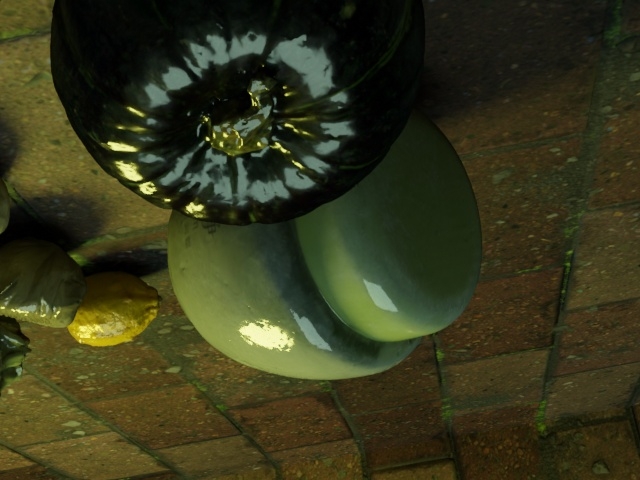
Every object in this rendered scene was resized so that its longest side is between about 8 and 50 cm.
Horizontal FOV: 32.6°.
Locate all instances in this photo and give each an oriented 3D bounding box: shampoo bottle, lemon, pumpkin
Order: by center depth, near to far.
[{"bbox_3d":[-0.071,-0.164,0.950,0.323,0.241,0.323,-2,142,-2],"label":"pumpkin"},{"bbox_3d":[0.000,0.000,1.255,0.317,0.323,0.322,-17,157,40],"label":"shampoo bottle"},{"bbox_3d":[-0.314,0.101,1.641,0.155,0.114,0.114,-13,157,-2],"label":"lemon"}]

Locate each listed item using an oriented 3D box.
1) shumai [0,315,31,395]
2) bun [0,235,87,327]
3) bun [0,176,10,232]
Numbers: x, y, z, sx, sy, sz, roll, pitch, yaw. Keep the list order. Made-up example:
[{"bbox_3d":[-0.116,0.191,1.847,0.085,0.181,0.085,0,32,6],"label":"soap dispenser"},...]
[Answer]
[{"bbox_3d":[-0.551,0.125,1.606,0.225,0.222,0.261,13,128,15],"label":"shumai"},{"bbox_3d":[-0.398,0.053,1.497,0.166,0.114,0.173,21,167,-41],"label":"bun"},{"bbox_3d":[-0.457,-0.030,1.270,0.178,0.128,0.193,-17,158,15],"label":"bun"}]
